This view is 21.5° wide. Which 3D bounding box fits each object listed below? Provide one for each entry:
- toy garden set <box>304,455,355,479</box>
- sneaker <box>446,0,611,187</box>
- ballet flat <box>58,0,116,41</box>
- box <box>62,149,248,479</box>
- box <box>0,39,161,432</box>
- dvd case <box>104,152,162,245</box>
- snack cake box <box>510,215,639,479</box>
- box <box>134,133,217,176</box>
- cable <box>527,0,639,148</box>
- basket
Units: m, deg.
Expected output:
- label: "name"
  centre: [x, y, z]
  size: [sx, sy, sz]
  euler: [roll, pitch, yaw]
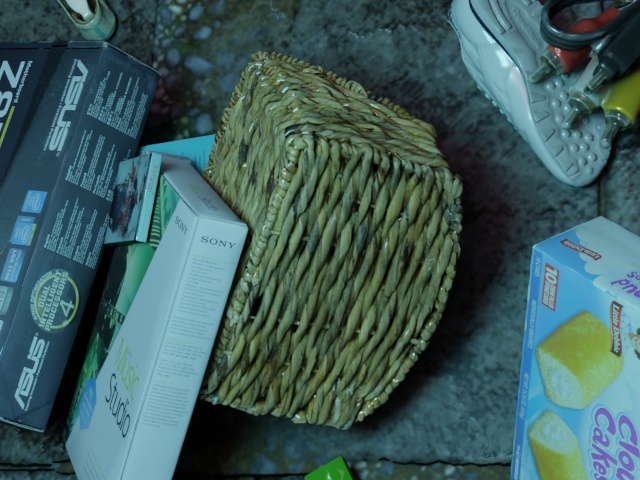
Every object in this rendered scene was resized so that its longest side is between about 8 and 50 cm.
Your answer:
- label: "toy garden set"
  centre: [-0.034, 0.359, 1.625]
  size: [0.244, 0.049, 0.204]
  euler: [-31, 64, 8]
- label: "sneaker"
  centre: [0.206, -0.155, 1.677]
  size: [0.090, 0.095, 0.235]
  euler: [-21, 81, -31]
- label: "ballet flat"
  centre: [-0.284, -0.295, 1.912]
  size: [0.057, 0.052, 0.168]
  euler: [-40, 64, 5]
- label: "box"
  centre: [-0.167, 0.095, 1.619]
  size: [0.322, 0.058, 0.232]
  euler: [-72, 23, 12]
- label: "box"
  centre: [-0.352, -0.014, 1.776]
  size: [0.318, 0.097, 0.395]
  euler: [7, 75, 43]
- label: "dvd case"
  centre: [-0.183, -0.039, 1.639]
  size: [0.013, 0.119, 0.087]
  euler: [12, 84, -22]
- label: "snack cake box"
  centre: [0.256, 0.131, 1.457]
  size: [0.089, 0.264, 0.152]
  euler: [-22, 39, -31]
- label: "box"
  centre: [-0.077, -0.069, 1.740]
  size: [0.244, 0.100, 0.060]
  euler: [-8, 72, 18]
- label: "cable"
  centre: [0.317, -0.226, 1.637]
  size: [0.139, 0.072, 0.287]
  euler: [44, 72, 7]
- label: "basket"
  centre: [0.000, 0.000, 1.626]
  size: [0.223, 0.213, 0.299]
  euler: [-118, 45, -59]
